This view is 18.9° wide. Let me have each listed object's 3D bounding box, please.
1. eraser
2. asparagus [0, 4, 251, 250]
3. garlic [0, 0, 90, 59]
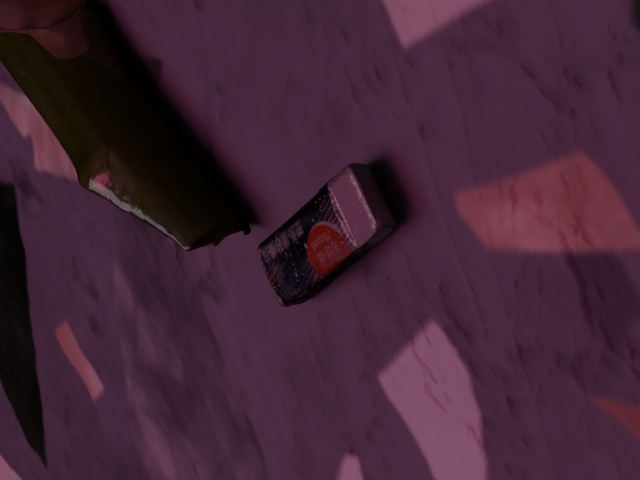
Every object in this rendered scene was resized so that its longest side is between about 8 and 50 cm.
[{"bbox_3d":[0.000,0.000,0.655,0.027,0.019,0.099,64,151,7],"label":"eraser"},{"bbox_3d":[-0.088,-0.053,0.748,0.178,0.045,0.041,51,-179,27],"label":"asparagus"},{"bbox_3d":[-0.144,-0.154,0.542,0.228,0.110,0.217,61,148,9],"label":"garlic"}]
